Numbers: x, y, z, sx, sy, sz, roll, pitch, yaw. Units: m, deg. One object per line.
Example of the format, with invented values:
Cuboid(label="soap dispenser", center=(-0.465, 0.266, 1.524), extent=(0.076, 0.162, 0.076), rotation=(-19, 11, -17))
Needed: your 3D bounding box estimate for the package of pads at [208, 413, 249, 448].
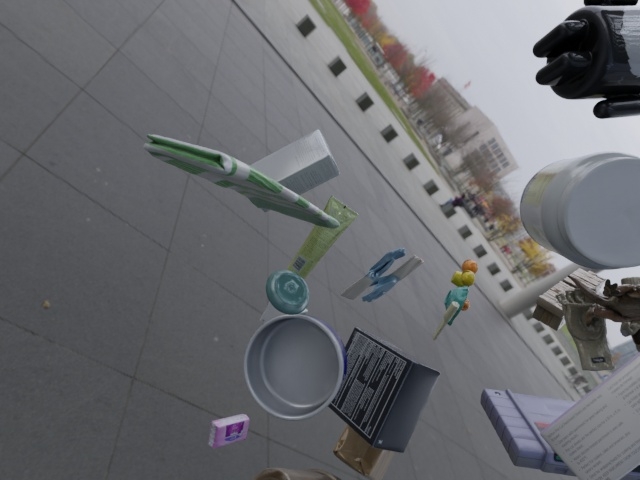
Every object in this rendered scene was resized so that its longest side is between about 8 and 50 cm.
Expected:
Cuboid(label="package of pads", center=(-0.192, 0.398, 0.894), extent=(0.083, 0.050, 0.031), rotation=(7, 5, -45))

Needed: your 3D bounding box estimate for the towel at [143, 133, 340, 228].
Cuboid(label="towel", center=(-0.140, -0.102, 0.817), extent=(0.247, 0.038, 0.324), rotation=(19, -5, 35))

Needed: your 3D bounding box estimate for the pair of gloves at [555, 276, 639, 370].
Cuboid(label="pair of gloves", center=(0.717, 0.201, 1.034), extent=(0.042, 0.239, 0.204), rotation=(75, 4, -71))

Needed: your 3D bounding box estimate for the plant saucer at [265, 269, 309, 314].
Cuboid(label="plant saucer", center=(-0.074, 0.120, 1.035), extent=(0.119, 0.021, 0.120), rotation=(17, 53, -25))

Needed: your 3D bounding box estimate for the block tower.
Cuboid(label="block tower", center=(0.842, 0.195, 1.448), extent=(0.335, 0.097, 0.091), rotation=(-16, 37, -37))

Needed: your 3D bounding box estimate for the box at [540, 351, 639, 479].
Cuboid(label="box", center=(0.348, 0.100, 0.384), extent=(0.067, 0.324, 0.063), rotation=(50, 11, 34))

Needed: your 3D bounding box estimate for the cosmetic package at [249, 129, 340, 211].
Cuboid(label="cosmetic package", center=(-0.077, -0.183, 1.131), extent=(0.085, 0.230, 0.117), rotation=(53, 15, -50))

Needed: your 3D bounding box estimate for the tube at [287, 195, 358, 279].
Cuboid(label="tube", center=(0.000, 0.000, 1.172), extent=(0.070, 0.240, 0.062), rotation=(20, 20, -49))

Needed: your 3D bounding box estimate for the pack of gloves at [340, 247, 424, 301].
Cuboid(label="pack of gloves", center=(0.185, 0.100, 1.312), extent=(0.195, 0.232, 0.046), rotation=(28, 25, -51))

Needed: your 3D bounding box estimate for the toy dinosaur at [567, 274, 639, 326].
Cuboid(label="toy dinosaur", center=(0.723, 0.142, 0.948), extent=(0.200, 0.295, 0.127), rotation=(-6, 99, -35))

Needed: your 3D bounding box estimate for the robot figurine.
Cuboid(label="robot figurine", center=(0.570, -0.366, 0.835), extent=(0.174, 0.277, 0.209), rotation=(-104, -167, -53))

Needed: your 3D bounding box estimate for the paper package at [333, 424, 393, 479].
Cuboid(label="paper package", center=(0.217, 0.781, 1.714), extent=(0.168, 0.310, 0.325), rotation=(23, -26, 28))

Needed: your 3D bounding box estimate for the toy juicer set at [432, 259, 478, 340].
Cuboid(label="toy juicer set", center=(0.535, 0.216, 1.611), extent=(0.089, 0.209, 0.329), rotation=(26, 55, 9))

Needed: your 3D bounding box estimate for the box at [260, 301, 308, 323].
Cuboid(label="box", center=(-0.116, 0.238, 1.360), extent=(0.102, 0.101, 0.087), rotation=(36, 14, 25))

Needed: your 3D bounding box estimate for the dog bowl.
Cuboid(label="dog bowl", center=(-0.063, 0.329, 1.134), extent=(0.265, 0.264, 0.104), rotation=(60, 7, 15))

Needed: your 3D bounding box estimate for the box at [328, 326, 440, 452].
Cuboid(label="box", center=(0.200, 0.505, 1.468), extent=(0.182, 0.297, 0.294), rotation=(30, -5, -36))

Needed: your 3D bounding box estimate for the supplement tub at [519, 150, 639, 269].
Cuboid(label="supplement tub", center=(0.582, -0.067, 0.918), extent=(0.236, 0.235, 0.325), rotation=(56, 16, 2))

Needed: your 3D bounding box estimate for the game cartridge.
Cuboid(label="game cartridge", center=(0.580, 0.443, 0.977), extent=(0.354, 0.068, 0.230), rotation=(8, 10, 0))

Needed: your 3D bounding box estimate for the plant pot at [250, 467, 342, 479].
Cuboid(label="plant pot", center=(-0.087, 0.820, 1.266), extent=(0.280, 0.323, 0.323), rotation=(50, 19, -34))
